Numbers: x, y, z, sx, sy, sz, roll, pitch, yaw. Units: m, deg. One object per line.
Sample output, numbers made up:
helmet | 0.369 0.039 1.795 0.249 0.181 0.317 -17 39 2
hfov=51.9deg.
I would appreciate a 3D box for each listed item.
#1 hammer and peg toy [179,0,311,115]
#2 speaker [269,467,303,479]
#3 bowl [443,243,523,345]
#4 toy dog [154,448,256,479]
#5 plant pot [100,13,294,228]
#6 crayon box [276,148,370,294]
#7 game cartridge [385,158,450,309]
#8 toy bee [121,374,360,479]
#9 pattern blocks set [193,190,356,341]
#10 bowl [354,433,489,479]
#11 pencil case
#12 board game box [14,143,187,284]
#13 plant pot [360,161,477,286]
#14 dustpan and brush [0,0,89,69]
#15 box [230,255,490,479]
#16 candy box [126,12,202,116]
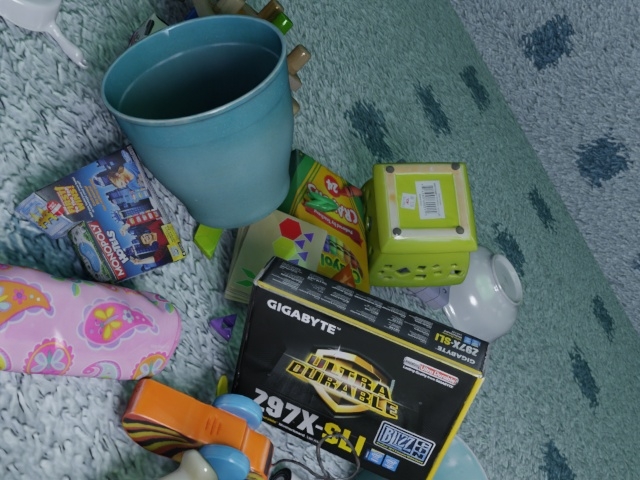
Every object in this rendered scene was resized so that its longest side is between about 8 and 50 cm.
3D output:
hammer and peg toy | -0.143 -0.390 1.243 0.266 0.127 0.361 28 29 -44
speaker | -0.019 0.408 1.003 0.136 0.055 0.055 46 38 -21
bowl | 0.430 0.122 1.708 0.298 0.134 0.298 31 44 -36
toy dog | -0.136 0.419 0.660 0.408 0.285 0.395 16 68 -46
plant pot | -0.158 -0.167 1.022 0.255 0.272 0.271 75 18 -46
crayon box | 0.000 0.000 1.289 0.202 0.081 0.318 28 47 -39
game cartridge | 0.239 -0.027 1.618 0.230 0.068 0.355 43 39 -23
toy bee | -0.129 0.297 0.886 0.298 0.162 0.195 36 44 6
pattern blocks set | -0.076 0.037 1.118 0.285 0.026 0.325 30 60 -6
bowl | 0.155 0.477 1.083 0.311 0.163 0.311 31 44 -36
pencil case | -0.311 0.100 0.796 0.284 0.124 0.124 17 54 -46
board game box | -0.312 -0.029 0.928 0.194 0.060 0.194 -23 86 -54
plant pot | 0.202 -0.041 1.365 0.227 0.207 0.228 -1 68 -4
dustpan and brush | -0.433 -0.356 1.016 0.211 0.060 0.147 42 40 -15
box | 0.042 0.194 0.934 0.322 0.257 0.079 22 37 10
candy box | -0.239 -0.268 1.176 0.233 0.071 0.159 36 41 -33
